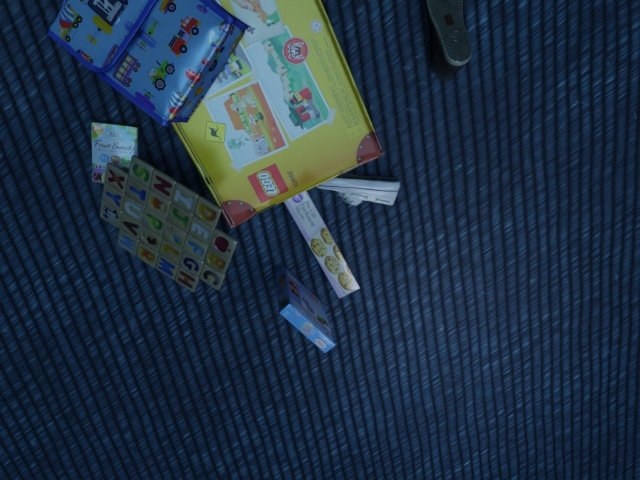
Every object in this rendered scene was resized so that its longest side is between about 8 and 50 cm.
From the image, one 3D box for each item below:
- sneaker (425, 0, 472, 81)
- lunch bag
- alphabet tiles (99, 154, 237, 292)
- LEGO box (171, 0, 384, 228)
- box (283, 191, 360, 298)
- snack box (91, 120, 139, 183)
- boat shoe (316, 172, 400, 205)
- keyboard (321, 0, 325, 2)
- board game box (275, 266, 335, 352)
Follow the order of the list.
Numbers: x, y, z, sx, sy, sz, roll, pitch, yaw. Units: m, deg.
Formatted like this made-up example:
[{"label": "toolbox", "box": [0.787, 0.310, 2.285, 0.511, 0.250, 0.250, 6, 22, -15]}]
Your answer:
[{"label": "sneaker", "box": [0.270, -0.477, 1.235, 0.083, 0.118, 0.222, -8, 83, -7]}, {"label": "lunch bag", "box": [-0.317, -0.381, 0.969, 0.293, 0.138, 0.221, 36, 105, -5]}, {"label": "alphabet tiles", "box": [-0.355, -0.028, 1.255, 0.343, 0.011, 0.285, 31, 130, 4]}, {"label": "LEGO box", "box": [-0.139, -0.338, 1.164, 0.373, 0.193, 0.500, -25, 112, 3]}, {"label": "box", "box": [0.000, 0.000, 1.388, 0.067, 0.063, 0.324, -28, 112, 2]}, {"label": "snack box", "box": [-0.470, -0.198, 1.259, 0.100, 0.037, 0.141, 4, 110, -10]}, {"label": "boat shoe", "box": [0.086, -0.121, 1.341, 0.226, 0.083, 0.075, 4, 110, -10]}, {"label": "keyboard", "box": [0.059, -0.594, 1.185, 0.180, 0.023, 0.108, -39, 105, 9]}, {"label": "board game box", "box": [-0.042, 0.167, 1.368, 0.039, 0.211, 0.160, -42, 110, 10]}]
